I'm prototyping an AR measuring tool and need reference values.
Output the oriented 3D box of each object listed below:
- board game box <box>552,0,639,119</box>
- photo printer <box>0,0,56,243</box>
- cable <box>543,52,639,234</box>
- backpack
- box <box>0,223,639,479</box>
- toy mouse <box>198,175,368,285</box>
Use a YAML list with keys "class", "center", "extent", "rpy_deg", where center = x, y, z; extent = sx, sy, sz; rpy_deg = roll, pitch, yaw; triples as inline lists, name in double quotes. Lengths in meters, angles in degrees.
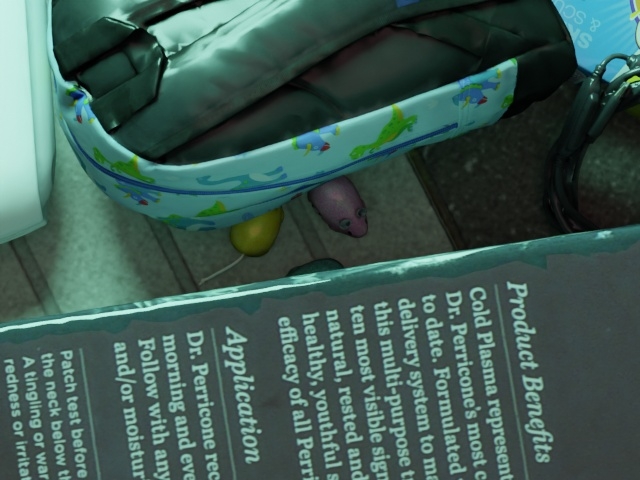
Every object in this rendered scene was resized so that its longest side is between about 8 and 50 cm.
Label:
- class: "board game box"
  center: [0.322, -0.209, 1.446]
  extent: [0.316, 0.064, 0.242]
  rpy_deg: [28, 84, -1]
- class: "photo printer"
  center: [-0.344, -0.135, 1.378]
  extent: [0.256, 0.107, 0.307]
  rpy_deg: [-4, 85, -4]
- class: "cable"
  center: [0.263, -0.057, 1.410]
  extent: [0.150, 0.047, 0.184]
  rpy_deg: [19, 115, 0]
- class: "backpack"
  center: [-0.036, -0.155, 1.339]
  extent: [0.355, 0.273, 0.290]
  rpy_deg: [-25, 78, -24]
- class: "box"
  center: [0.036, 0.175, 1.188]
  extent: [0.472, 0.480, 0.297]
  rpy_deg: [-7, 85, -4]
- class: "toy mouse"
  center: [0.000, 0.000, 1.425]
  extent: [0.143, 0.031, 0.161]
  rpy_deg: [29, 84, -1]
